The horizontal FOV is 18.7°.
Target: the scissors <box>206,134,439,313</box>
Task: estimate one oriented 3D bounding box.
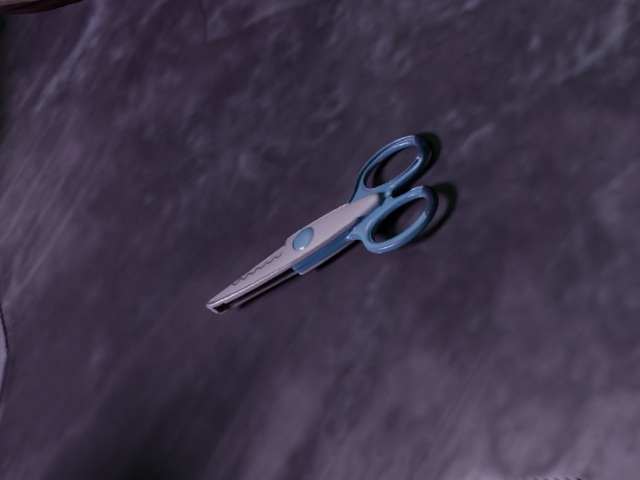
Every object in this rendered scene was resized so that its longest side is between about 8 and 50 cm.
[{"bbox_3d":[0.000,0.000,0.812,0.119,0.014,0.058,-31,41,25],"label":"scissors"}]

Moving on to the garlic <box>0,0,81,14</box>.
[{"bbox_3d":[-0.141,-0.231,0.943,0.322,0.241,0.322,-14,19,5],"label":"garlic"}]
